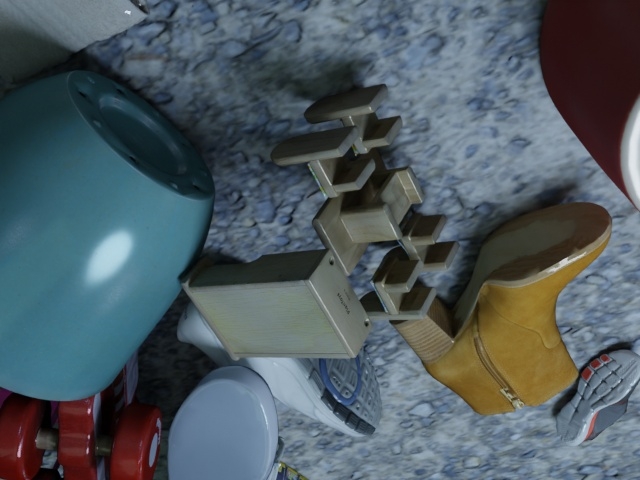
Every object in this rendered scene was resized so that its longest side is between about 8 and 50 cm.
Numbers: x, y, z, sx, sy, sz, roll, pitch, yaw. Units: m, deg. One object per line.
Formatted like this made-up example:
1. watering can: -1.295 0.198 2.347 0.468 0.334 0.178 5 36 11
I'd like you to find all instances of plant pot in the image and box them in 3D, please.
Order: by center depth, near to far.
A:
1. plant pot: 0.332 -0.138 0.721 0.275 0.243 0.275 4 124 6
2. plant pot: -0.249 -0.026 0.866 0.293 0.293 0.235 40 106 -18

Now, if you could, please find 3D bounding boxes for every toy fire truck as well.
1. toy fire truck: -0.267 0.239 1.055 0.169 0.254 0.302 6 123 2

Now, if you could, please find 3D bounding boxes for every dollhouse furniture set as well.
1. dollhouse furniture set: 0.000 0.000 0.878 0.161 0.242 0.212 -6 126 38

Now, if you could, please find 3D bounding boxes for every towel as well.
1. towel: -0.318 -0.268 0.793 0.187 0.049 0.282 -20 142 22

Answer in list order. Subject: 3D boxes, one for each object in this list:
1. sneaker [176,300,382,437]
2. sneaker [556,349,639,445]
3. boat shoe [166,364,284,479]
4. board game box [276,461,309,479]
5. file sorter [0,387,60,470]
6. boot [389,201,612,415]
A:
1. sneaker: -0.047 0.150 1.071 0.297 0.111 0.129 40 136 -14
2. sneaker: 0.358 0.195 1.068 0.065 0.061 0.158 7 130 -30
3. boat shoe: -0.105 0.285 1.102 0.136 0.156 0.367 14 120 13
4. board game box: -0.064 0.403 1.261 0.170 0.048 0.141 38 122 -17
5. file sorter: -0.439 0.176 1.078 0.202 0.182 0.290 3 124 5
6. boot: 0.247 0.091 0.986 0.295 0.104 0.211 -32 120 31
